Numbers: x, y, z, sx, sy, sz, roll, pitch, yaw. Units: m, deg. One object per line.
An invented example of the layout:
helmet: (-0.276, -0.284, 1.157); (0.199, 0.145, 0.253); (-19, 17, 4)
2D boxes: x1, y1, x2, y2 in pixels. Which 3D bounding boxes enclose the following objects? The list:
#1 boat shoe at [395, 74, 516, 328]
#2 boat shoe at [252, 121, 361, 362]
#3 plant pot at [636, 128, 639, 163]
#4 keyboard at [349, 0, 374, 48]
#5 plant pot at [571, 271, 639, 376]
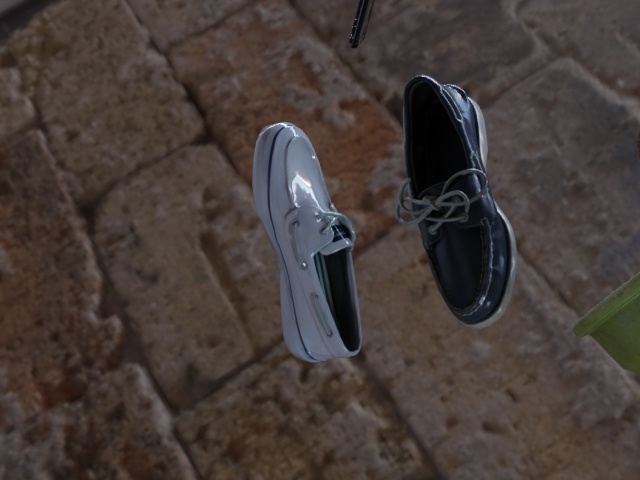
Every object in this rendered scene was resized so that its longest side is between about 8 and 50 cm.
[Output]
boat shoe: (0.123, -0.042, 1.067); (0.079, 0.095, 0.254); (26, 54, -45)
boat shoe: (0.000, 0.000, 1.050); (0.075, 0.083, 0.226); (-4, -78, 42)
plant pot: (0.370, -0.149, 0.999); (0.110, 0.237, 0.237); (64, 1, 32)
keyboard: (0.053, -0.314, 1.268); (0.038, 0.192, 0.100); (17, 17, 4)
plant pot: (0.384, 0.095, 0.889); (0.254, 0.276, 0.276); (57, -3, 14)
